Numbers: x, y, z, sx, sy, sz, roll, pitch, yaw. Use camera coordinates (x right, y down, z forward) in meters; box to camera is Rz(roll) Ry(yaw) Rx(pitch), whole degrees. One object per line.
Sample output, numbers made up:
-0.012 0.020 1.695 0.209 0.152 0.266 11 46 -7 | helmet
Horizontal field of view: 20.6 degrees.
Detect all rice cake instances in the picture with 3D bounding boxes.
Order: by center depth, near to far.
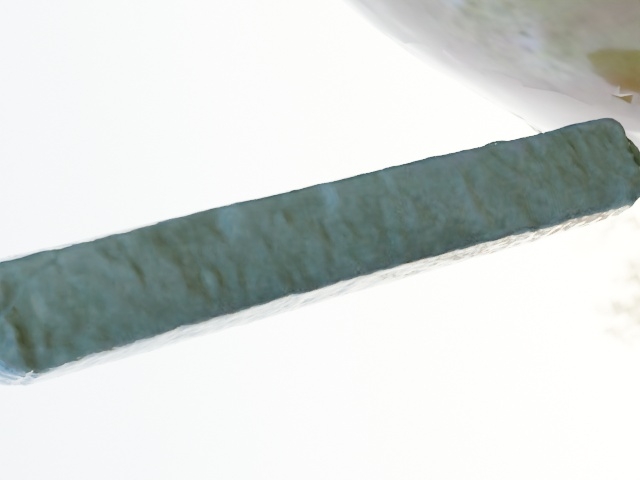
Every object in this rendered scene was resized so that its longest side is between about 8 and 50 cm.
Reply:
0.000 0.000 0.397 0.033 0.171 0.029 -25 82 63 | rice cake

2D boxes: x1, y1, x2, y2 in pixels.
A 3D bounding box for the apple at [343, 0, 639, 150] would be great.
0.095 -0.192 0.570 0.309 0.252 0.314 -159 47 -73 | apple
